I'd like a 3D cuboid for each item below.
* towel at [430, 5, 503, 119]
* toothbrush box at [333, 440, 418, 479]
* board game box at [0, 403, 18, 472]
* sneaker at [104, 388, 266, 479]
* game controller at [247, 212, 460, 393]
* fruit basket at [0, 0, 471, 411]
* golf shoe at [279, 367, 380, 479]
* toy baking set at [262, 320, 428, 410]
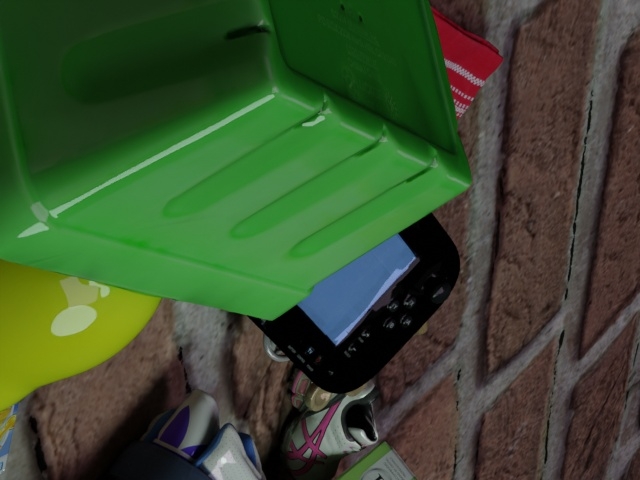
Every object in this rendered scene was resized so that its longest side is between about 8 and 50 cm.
[{"bbox_3d":[0.047,-0.069,1.586,0.275,0.031,0.199,-58,154,5],"label":"towel"},{"bbox_3d":[0.009,0.359,1.742,0.283,0.206,0.122,-38,173,-18],"label":"toothbrush box"},{"bbox_3d":[-0.282,0.132,1.229,0.201,0.035,0.136,-27,142,-47],"label":"board game box"},{"bbox_3d":[-0.165,0.223,1.478,0.323,0.130,0.236,17,89,-53],"label":"sneaker"},{"bbox_3d":[0.000,0.000,1.464,0.166,0.067,0.319,-53,139,-11],"label":"game controller"},{"bbox_3d":[-0.134,-0.061,1.094,0.392,0.283,0.392,-11,166,-3],"label":"fruit basket"},{"bbox_3d":[0.011,0.183,1.758,0.067,0.086,0.186,-42,153,-34],"label":"golf shoe"},{"bbox_3d":[0.034,0.047,1.603,0.197,0.030,0.256,-53,145,-13],"label":"toy baking set"}]
